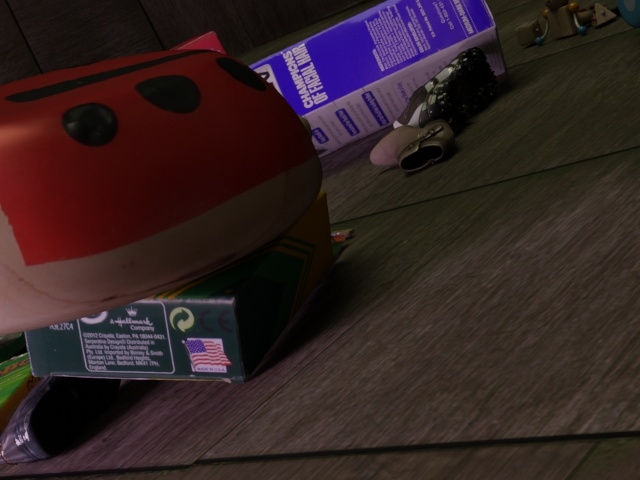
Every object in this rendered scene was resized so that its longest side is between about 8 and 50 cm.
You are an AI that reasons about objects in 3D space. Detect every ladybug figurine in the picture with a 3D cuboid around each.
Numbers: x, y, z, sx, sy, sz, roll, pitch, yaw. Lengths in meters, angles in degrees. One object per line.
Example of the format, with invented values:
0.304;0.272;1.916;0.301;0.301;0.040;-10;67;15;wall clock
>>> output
-0.193;-0.056;1.152;0.449;0.162;0.305;-23;25;-36;ladybug figurine

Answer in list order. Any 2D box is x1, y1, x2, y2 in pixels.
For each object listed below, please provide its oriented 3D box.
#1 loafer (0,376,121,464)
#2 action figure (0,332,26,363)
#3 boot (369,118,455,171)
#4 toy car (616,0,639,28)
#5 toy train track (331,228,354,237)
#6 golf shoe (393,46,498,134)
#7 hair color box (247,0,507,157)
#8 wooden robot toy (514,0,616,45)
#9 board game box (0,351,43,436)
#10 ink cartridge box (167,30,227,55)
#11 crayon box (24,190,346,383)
-0.234;0.141;1.213;0.061;0.062;0.170;-25;11;28;loafer
-0.424;0.133;1.626;0.232;0.063;0.137;-23;9;-1;action figure
0.103;-0.103;1.584;0.118;0.042;0.087;-28;19;24;boot
0.414;-0.311;1.595;0.219;0.210;0.238;-15;-18;-10;toy car
0.000;0.000;1.428;0.083;0.014;0.048;-9;13;36;toy train track
0.155;-0.184;1.717;0.094;0.077;0.198;-17;14;36;golf shoe
0.071;-0.226;1.832;0.339;0.110;0.185;-26;-16;6;hair color box
0.342;-0.331;1.932;0.076;0.079;0.173;-33;15;-28;wooden robot toy
-0.342;0.174;1.345;0.124;0.039;0.259;-22;16;16;board game box
-0.242;-0.128;1.926;0.306;0.226;0.131;-31;13;-23;ink cartridge box
-0.114;0.024;1.264;0.202;0.081;0.318;0;21;17;crayon box
